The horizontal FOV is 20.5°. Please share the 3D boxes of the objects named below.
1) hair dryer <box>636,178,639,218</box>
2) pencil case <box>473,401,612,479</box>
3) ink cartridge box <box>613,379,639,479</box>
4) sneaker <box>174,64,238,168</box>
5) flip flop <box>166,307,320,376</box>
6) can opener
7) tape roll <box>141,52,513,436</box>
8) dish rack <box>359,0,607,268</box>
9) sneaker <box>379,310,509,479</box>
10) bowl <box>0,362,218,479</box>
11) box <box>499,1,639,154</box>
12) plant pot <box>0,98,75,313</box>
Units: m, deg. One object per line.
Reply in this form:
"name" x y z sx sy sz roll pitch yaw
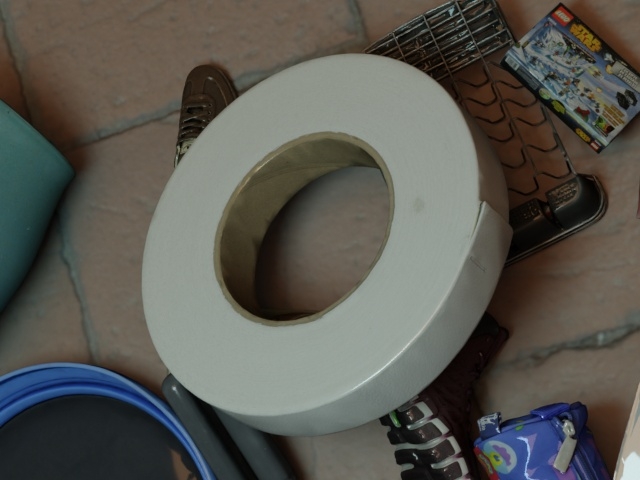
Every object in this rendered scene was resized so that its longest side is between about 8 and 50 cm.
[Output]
"hair dryer" 0.423 -0.115 1.722 0.293 0.080 0.223 -35 74 12
"pencil case" 0.253 0.293 1.662 0.119 0.133 0.306 -17 74 -23
"ink cartridge box" 0.362 0.188 1.652 0.128 0.176 0.127 14 85 20
"sneaker" -0.125 -0.104 1.918 0.066 0.071 0.188 -8 81 18
"flip flop" -0.034 0.123 1.851 0.277 0.080 0.112 -1 82 19
"can opener" -0.069 0.252 1.810 0.076 0.095 0.283 -31 96 16
"tape roll" 0.000 0.000 1.732 0.392 0.072 0.392 -16 58 27
"dish rack" 0.148 -0.106 1.825 0.208 0.074 0.271 -27 73 13
"sneaker" 0.144 0.163 1.777 0.162 0.106 0.281 -31 101 -26
"bowl" -0.272 0.328 1.910 0.391 0.077 0.391 -3 82 19
"box" 0.259 -0.163 1.773 0.137 0.027 0.094 44 62 6
"plant pot" -0.415 -0.039 1.924 0.272 0.271 0.255 36 81 20
